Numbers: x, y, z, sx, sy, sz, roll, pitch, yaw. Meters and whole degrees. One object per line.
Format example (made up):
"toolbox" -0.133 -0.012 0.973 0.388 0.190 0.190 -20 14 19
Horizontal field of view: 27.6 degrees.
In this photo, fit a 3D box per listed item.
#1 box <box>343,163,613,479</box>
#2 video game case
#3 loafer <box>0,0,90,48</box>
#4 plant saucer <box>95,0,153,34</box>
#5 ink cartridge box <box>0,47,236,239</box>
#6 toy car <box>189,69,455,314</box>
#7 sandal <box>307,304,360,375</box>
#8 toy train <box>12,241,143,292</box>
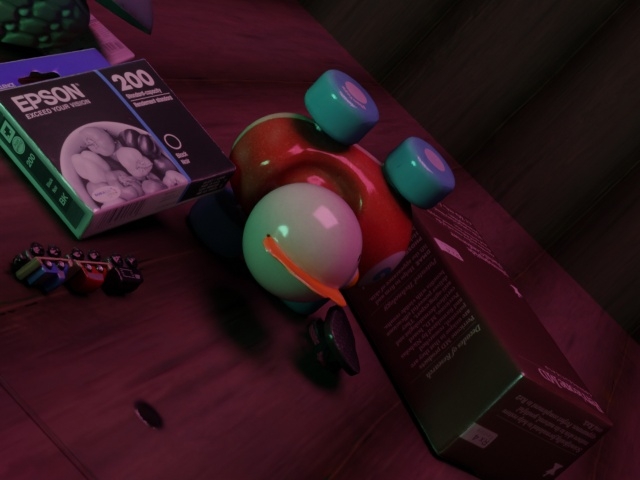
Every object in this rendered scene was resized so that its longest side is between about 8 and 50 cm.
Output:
"box" 0.155 0.097 1.520 0.191 0.143 0.381 30 23 -42
"video game case" -0.305 -0.252 1.483 0.173 0.022 0.190 43 17 -4
"loafer" -0.363 -0.291 1.274 0.319 0.112 0.111 29 30 -41
"plant saucer" -0.300 -0.329 1.381 0.317 0.044 0.317 35 1 -1
"ink cartridge box" -0.209 -0.109 1.208 0.208 0.045 0.206 47 35 13
"toy car" 0.000 0.000 1.260 0.210 0.219 0.238 38 25 -21
"sandal" 0.012 0.103 1.326 0.179 0.040 0.067 -62 132 -87
"toy train" -0.191 0.026 1.047 0.036 0.027 0.158 61 20 17
